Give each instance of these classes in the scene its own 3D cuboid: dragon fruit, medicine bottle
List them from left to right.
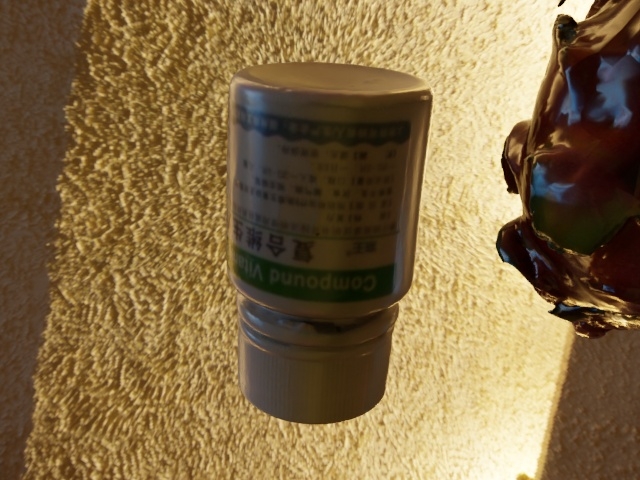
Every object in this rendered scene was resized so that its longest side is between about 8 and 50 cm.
[{"bbox_3d":[0.000,0.000,0.514,0.139,0.139,0.236,4,-67,-2],"label":"medicine bottle"},{"bbox_3d":[0.186,-0.080,0.385,0.199,0.200,0.268,8,-110,-35],"label":"dragon fruit"}]
